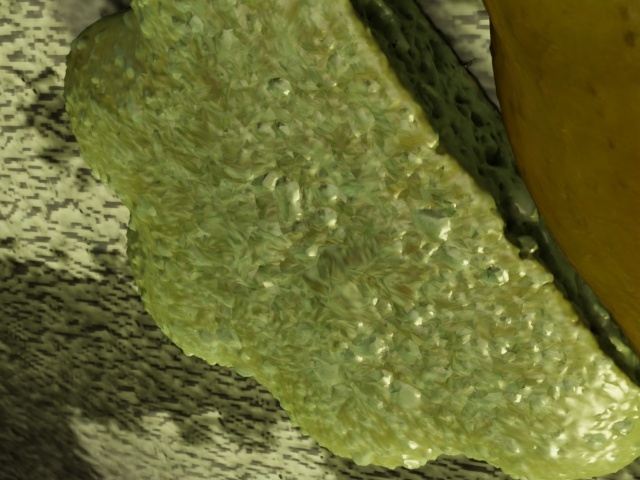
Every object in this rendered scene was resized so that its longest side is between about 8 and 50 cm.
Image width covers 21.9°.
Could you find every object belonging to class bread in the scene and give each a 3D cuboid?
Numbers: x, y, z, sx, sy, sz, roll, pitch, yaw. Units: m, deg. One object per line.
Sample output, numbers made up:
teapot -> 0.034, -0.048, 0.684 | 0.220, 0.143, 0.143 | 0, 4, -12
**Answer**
bread -> 0.000, 0.000, 0.655 | 0.207, 0.056, 0.286 | -29, 106, 44

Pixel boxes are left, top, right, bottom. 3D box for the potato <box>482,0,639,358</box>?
potato -> 0.152, -0.047, 0.450 | 0.195, 0.176, 0.369 | -23, 129, 1
